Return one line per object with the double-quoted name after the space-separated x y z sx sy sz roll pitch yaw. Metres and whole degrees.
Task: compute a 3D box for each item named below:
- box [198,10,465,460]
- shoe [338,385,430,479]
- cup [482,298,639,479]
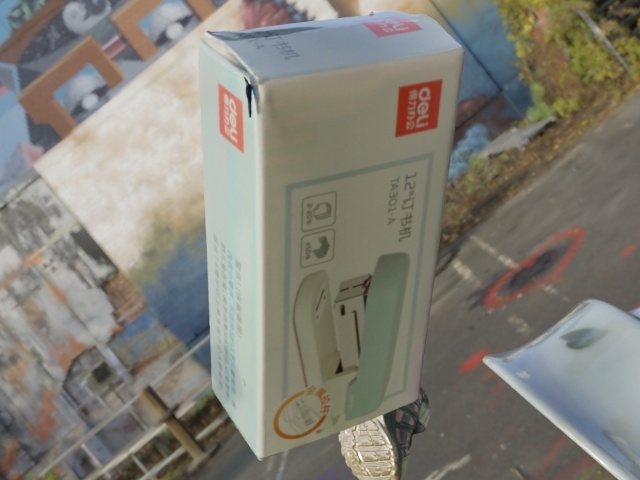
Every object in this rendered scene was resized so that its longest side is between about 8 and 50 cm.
0.000 0.000 0.506 0.135 0.269 0.079 -14 35 -26 "box"
0.081 0.209 0.993 0.092 0.180 0.089 -5 -1 -44 "shoe"
0.355 0.182 0.862 0.163 0.347 0.347 -50 3 1 "cup"
